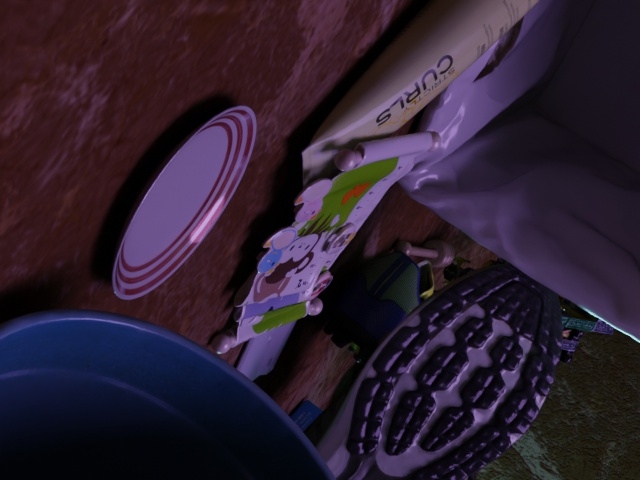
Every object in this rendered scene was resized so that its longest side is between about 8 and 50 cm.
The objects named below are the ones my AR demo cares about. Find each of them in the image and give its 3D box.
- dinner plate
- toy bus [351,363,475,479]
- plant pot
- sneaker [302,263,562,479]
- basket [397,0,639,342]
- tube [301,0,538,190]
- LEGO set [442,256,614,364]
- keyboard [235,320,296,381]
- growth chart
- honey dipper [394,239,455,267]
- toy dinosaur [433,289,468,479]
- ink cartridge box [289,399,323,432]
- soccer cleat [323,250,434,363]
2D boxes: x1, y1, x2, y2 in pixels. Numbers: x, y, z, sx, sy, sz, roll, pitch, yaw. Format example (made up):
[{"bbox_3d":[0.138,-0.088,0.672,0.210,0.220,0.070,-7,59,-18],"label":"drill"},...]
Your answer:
[{"bbox_3d":[-0.087,-0.026,0.992,0.141,0.017,0.141,-50,165,-19],"label":"dinner plate"},{"bbox_3d":[0.096,0.222,1.873,0.211,0.150,0.220,-121,-143,-83],"label":"toy bus"},{"bbox_3d":[-0.151,0.220,0.893,0.255,0.271,0.272,-46,173,32],"label":"plant pot"},{"bbox_3d":[0.050,0.169,1.483,0.410,0.158,0.182,-48,-162,6],"label":"sneaker"},{"bbox_3d":[0.306,-0.126,1.413,0.266,0.331,0.328,-37,157,-56],"label":"basket"},{"bbox_3d":[0.068,-0.124,1.200,0.240,0.062,0.070,-45,124,-17],"label":"tube"},{"bbox_3d":[0.254,-0.049,1.821,0.255,0.192,0.331,2,111,-39],"label":"LEGO set"},{"bbox_3d":[-0.020,0.027,1.343,0.072,0.014,0.256,-26,148,-52],"label":"keyboard"},{"bbox_3d":[0.000,0.000,1.246,0.172,0.021,0.237,-24,156,-51],"label":"growth chart"},{"bbox_3d":[0.104,0.012,1.674,0.030,0.030,0.161,-58,162,10],"label":"honey dipper"},{"bbox_3d":[0.145,0.165,1.698,0.118,0.064,0.268,102,-7,-65],"label":"toy dinosaur"},{"bbox_3d":[0.015,0.276,1.638,0.139,0.191,0.082,-46,163,-34],"label":"ink cartridge box"},{"bbox_3d":[0.082,0.080,1.610,0.121,0.093,0.289,-52,164,-3],"label":"soccer cleat"}]
